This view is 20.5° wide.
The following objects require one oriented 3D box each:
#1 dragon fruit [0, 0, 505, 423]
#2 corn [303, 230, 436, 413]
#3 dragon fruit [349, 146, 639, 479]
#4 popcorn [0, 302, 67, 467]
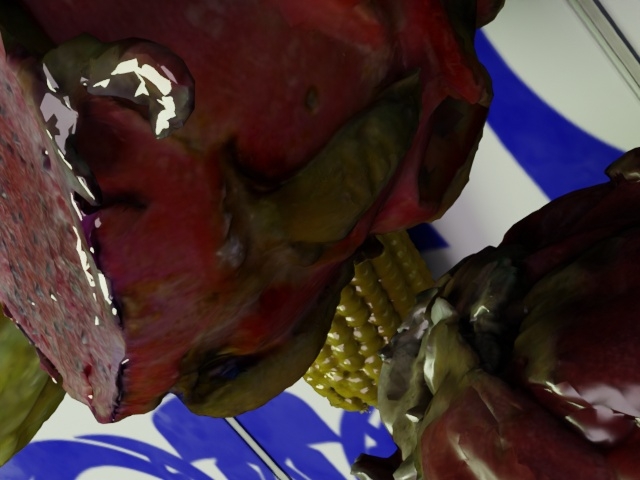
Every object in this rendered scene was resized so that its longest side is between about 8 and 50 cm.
[{"bbox_3d":[-0.039,-0.089,0.757,0.314,0.263,0.296,38,149,44],"label":"dragon fruit"},{"bbox_3d":[0.000,0.000,0.981,0.097,0.097,0.262,3,133,38],"label":"corn"},{"bbox_3d":[0.187,0.111,0.775,0.329,0.329,0.329,23,144,18],"label":"dragon fruit"},{"bbox_3d":[-0.277,0.037,1.135,0.282,0.247,0.282,41,160,19],"label":"popcorn"}]
